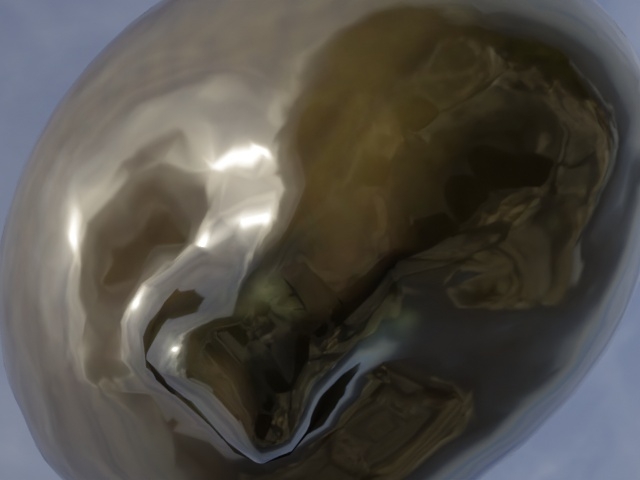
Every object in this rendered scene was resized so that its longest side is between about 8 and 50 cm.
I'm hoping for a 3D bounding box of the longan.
[{"bbox_3d":[0.000,0.000,0.541,0.243,0.300,0.300,41,-111,0],"label":"longan"}]
